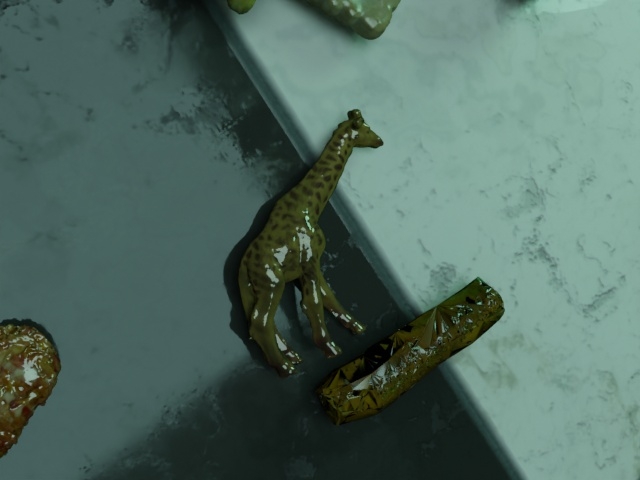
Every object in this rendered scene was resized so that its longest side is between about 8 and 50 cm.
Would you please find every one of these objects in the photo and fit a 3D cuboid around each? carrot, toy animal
[{"bbox_3d":[0.099,0.112,0.761,0.228,0.069,0.069,-31,98,-21],"label":"carrot"},{"bbox_3d":[-0.009,-0.001,0.732,0.149,0.054,0.276,5,85,-23],"label":"toy animal"}]

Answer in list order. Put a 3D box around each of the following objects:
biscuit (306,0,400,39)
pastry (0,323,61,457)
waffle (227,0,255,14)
[{"bbox_3d":[-0.033,-0.368,0.740,0.324,0.044,0.217,27,81,-15],"label":"biscuit"},{"bbox_3d":[-0.290,0.144,0.616,0.169,0.063,0.087,-44,94,-12],"label":"pastry"},{"bbox_3d":[-0.120,-0.367,0.660,0.281,0.058,0.301,-46,102,-14],"label":"waffle"}]
